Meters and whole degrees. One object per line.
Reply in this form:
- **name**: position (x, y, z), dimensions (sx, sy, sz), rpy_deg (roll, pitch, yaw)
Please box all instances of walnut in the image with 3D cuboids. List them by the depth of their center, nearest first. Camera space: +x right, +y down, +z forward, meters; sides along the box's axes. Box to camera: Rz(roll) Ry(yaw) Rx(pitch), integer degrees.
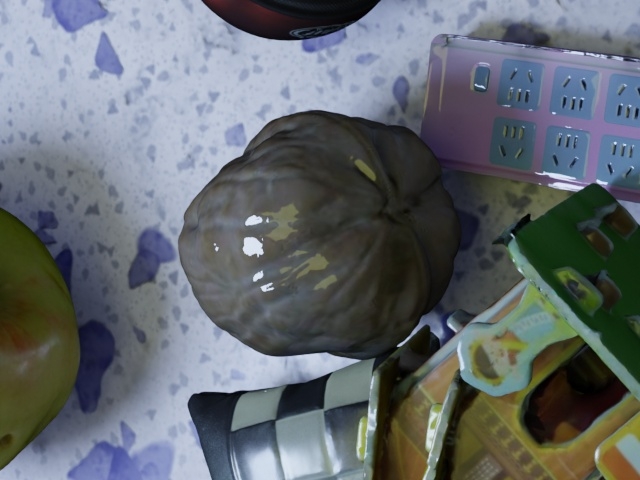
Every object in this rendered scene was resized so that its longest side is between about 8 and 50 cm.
- **walnut**: position (0.000, 0.000, 1.401), dimensions (0.224, 0.224, 0.224), rpy_deg (2, 94, 32)

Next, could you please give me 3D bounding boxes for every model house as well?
- **model house**: position (0.169, 0.191, 1.238), dimensions (0.323, 0.300, 0.340), rpy_deg (-43, 84, 21)

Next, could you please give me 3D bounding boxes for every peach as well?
- **peach**: position (-0.381, 0.090, 1.609), dimensions (0.314, 0.282, 0.315), rpy_deg (31, 145, -9)

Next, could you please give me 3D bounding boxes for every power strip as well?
- **power strip**: position (0.199, -0.093, 1.372), dimensions (0.278, 0.037, 0.109), rpy_deg (12, 100, 31)

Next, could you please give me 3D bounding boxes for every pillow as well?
- **pillow**: position (0.017, 0.189, 1.465), dimensions (0.249, 0.106, 0.186), rpy_deg (-16, 88, 27)

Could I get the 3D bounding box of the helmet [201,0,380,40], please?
- **helmet**: position (-0.028, -0.263, 1.412), dimensions (0.193, 0.189, 0.216), rpy_deg (-41, 66, 58)
